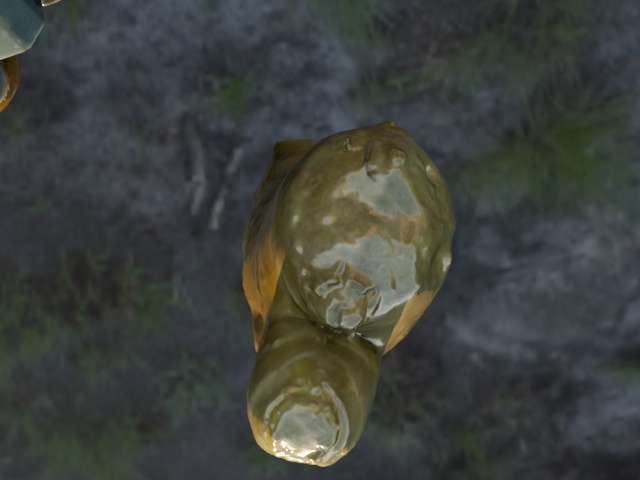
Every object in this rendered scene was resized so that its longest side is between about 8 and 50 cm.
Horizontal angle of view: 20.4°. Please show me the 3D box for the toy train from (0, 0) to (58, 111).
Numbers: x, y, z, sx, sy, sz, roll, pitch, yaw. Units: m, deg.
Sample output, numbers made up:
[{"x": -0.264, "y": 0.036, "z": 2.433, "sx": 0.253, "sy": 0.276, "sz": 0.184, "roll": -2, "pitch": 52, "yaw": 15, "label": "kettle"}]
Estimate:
[{"x": -0.349, "y": -0.167, "z": 1.139, "sx": 0.369, "sy": 0.232, "sz": 0.163, "roll": -18, "pitch": 164, "yaw": 6, "label": "toy train"}]

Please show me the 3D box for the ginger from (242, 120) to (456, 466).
[{"x": 0.003, "y": 0.001, "z": 0.702, "sx": 0.065, "sy": 0.299, "sz": 0.118, "roll": 23, "pitch": 97, "yaw": -5, "label": "ginger"}]
